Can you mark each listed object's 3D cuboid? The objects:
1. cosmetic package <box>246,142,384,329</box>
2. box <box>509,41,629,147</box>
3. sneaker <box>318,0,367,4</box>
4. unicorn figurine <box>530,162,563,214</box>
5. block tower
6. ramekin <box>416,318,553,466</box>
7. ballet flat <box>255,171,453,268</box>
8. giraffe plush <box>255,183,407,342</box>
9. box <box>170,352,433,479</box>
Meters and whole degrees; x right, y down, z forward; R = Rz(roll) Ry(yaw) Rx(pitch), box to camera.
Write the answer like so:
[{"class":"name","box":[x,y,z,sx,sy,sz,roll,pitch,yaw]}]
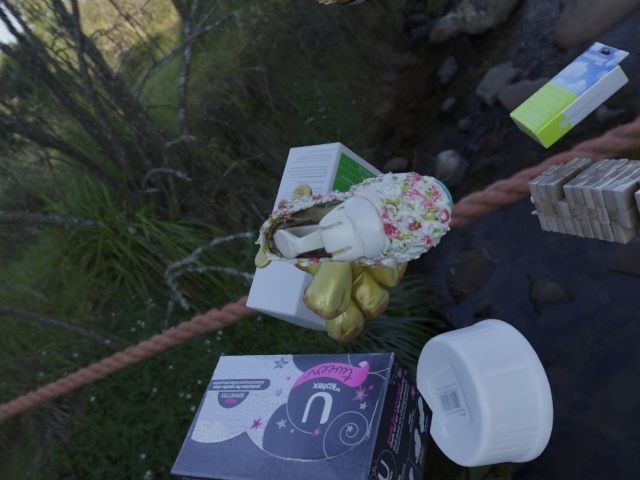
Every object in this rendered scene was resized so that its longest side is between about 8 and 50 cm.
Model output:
[{"class":"cosmetic package","box":[0.000,0.000,1.256,0.155,0.197,0.365,2,74,42]},{"class":"box","box":[0.412,-0.240,0.962,0.178,0.042,0.109,-41,25,15]},{"class":"sneaker","box":[0.066,-0.254,0.442,0.185,0.069,0.084,-31,-3,42]},{"class":"unicorn figurine","box":[0.435,-0.079,1.006,0.162,0.111,0.060,-46,8,0]},{"class":"block tower","box":[0.448,-0.050,0.797,0.091,0.097,0.335,-33,23,-17]},{"class":"ramekin","box":[0.302,0.299,1.136,0.277,0.135,0.277,175,90,-70]},{"class":"ballet flat","box":[0.018,-0.006,0.551,0.077,0.091,0.241,-23,6,-33]},{"class":"giraffe plush","box":[0.000,0.014,0.820,0.170,0.210,0.181,20,47,38]},{"class":"box","box":[-0.016,0.231,0.682,0.247,0.142,0.163,-6,45,29]}]
